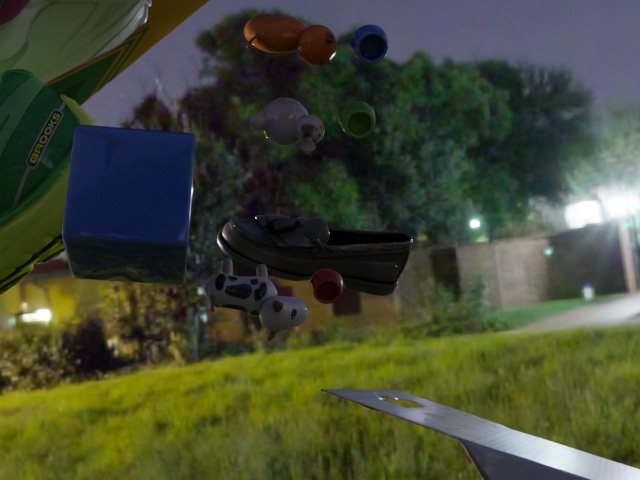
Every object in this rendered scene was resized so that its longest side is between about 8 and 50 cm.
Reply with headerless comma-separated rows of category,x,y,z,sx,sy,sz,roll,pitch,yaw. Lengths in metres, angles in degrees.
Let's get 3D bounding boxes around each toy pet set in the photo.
toy pet set,-0.033,-0.019,0.332,0.114,0.122,0.065,4,24,-9

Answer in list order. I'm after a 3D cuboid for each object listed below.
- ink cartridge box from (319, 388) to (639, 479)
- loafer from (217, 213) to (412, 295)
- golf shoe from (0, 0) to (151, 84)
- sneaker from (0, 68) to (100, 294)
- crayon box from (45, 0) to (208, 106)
ink cartridge box,0.127,0.145,0.514,0.232,0.066,0.189,11,-6,20
loafer,0.000,0.000,1.100,0.267,0.084,0.096,14,27,-36
golf shoe,-0.150,-0.208,0.623,0.306,0.115,0.140,-30,-16,6
sneaker,-0.264,0.003,0.541,0.295,0.123,0.109,-34,-1,-6
crayon box,-0.248,-0.243,0.821,0.323,0.203,0.083,-35,-10,13
